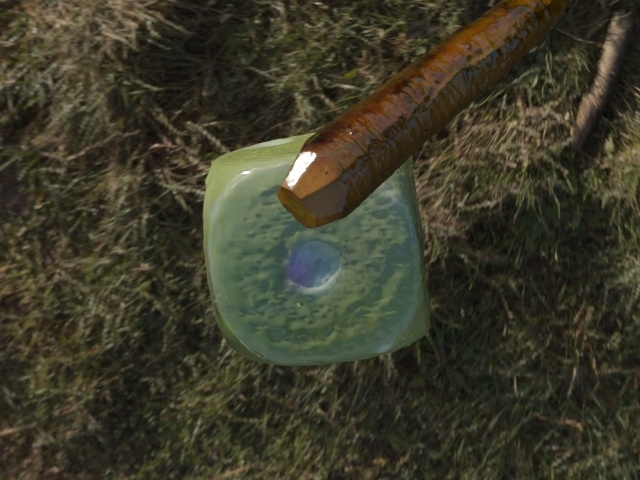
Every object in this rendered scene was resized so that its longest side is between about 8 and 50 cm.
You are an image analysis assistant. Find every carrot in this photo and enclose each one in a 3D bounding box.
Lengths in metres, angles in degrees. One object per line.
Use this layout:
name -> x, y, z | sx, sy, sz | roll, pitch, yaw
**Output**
carrot -> 0.091, -0.122, 0.779 | 0.314, 0.066, 0.066 | -41, 90, -18

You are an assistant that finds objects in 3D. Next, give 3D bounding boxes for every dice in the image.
dice -> 0.000, 0.000, 1.218 | 0.255, 0.250, 0.252 | -6, 102, 4
